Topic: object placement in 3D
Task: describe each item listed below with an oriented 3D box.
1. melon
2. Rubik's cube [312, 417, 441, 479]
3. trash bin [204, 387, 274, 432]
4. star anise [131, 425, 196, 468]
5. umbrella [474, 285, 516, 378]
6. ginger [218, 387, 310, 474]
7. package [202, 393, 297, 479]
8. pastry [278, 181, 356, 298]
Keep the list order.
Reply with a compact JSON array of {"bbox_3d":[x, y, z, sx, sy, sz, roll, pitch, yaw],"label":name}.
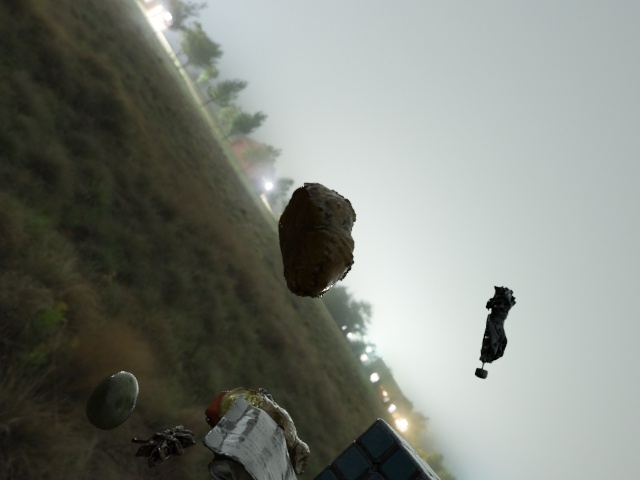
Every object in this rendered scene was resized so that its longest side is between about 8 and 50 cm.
[{"bbox_3d":[-0.454,0.350,1.294,0.097,0.131,0.098,20,-24,9],"label":"melon"},{"bbox_3d":[0.197,0.753,1.713,0.305,0.301,0.304,43,-5,36],"label":"Rubik's cube"},{"bbox_3d":[-0.266,0.621,2.056,0.238,0.161,0.185,-6,-62,40],"label":"trash bin"},{"bbox_3d":[-0.489,0.616,1.768,0.177,0.233,0.074,-66,138,-80],"label":"star anise"},{"bbox_3d":[0.641,0.339,2.158,0.143,0.349,0.094,34,-21,-37],"label":"umbrella"},{"bbox_3d":[-0.116,0.452,1.266,0.218,0.123,0.270,10,-52,32],"label":"ginger"},{"bbox_3d":[-0.089,0.392,0.981,0.251,0.062,0.204,58,11,1],"label":"package"},{"bbox_3d":[0.000,0.000,1.585,0.161,0.255,0.311,12,60,-32],"label":"pastry"}]
